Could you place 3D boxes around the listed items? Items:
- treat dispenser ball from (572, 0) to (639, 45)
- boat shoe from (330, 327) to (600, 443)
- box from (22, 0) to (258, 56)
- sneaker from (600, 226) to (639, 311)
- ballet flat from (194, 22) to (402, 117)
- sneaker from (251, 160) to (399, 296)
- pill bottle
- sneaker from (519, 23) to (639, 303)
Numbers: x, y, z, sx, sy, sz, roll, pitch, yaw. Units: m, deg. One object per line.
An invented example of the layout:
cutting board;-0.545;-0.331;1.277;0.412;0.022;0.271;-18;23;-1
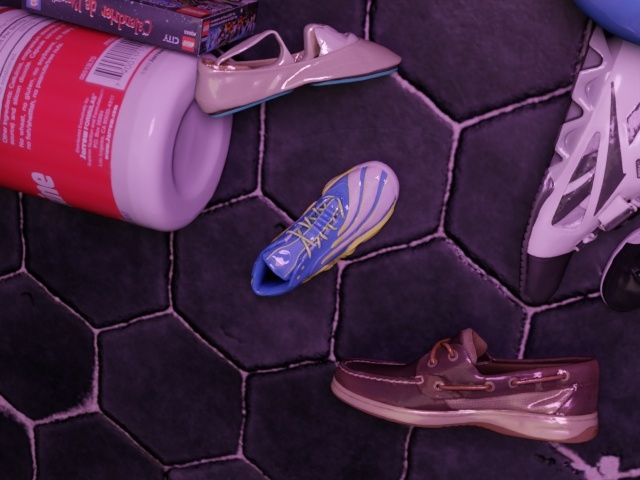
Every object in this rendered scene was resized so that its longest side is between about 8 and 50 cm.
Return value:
treat dispenser ball;0.337;-0.311;0.776;0.288;0.288;0.288;7;113;18
boat shoe;0.183;0.170;1.135;0.341;0.123;0.123;6;99;18
box;-0.213;-0.284;1.066;0.233;0.159;0.044;17;116;13
sneaker;0.393;0.019;0.982;0.079;0.121;0.217;44;119;1
ballet flat;-0.026;-0.207;1.019;0.248;0.086;0.086;-17;108;-11
sneaker;0.000;0.000;1.120;0.091;0.126;0.240;45;119;-1
pill bottle;-0.336;-0.166;1.121;0.407;0.229;0.229;15;115;15
sneaker;0.317;-0.059;0.979;0.146;0.122;0.331;21;117;14
